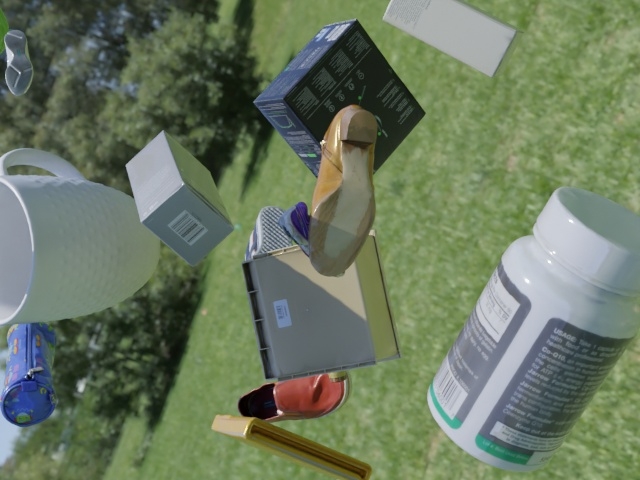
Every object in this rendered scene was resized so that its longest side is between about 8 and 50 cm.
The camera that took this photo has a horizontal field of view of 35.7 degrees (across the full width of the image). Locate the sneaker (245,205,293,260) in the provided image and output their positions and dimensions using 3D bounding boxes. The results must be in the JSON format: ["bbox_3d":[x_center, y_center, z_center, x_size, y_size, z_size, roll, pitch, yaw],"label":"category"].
[{"bbox_3d":[-0.126,0.064,2.495,0.321,0.126,0.127,-86,13,-47],"label":"sneaker"}]

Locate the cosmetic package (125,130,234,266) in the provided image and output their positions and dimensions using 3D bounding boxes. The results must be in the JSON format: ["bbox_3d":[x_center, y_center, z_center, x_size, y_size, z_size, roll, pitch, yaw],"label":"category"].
[{"bbox_3d":[-0.236,-0.074,1.641,0.107,0.127,0.238,-41,32,9],"label":"cosmetic package"}]

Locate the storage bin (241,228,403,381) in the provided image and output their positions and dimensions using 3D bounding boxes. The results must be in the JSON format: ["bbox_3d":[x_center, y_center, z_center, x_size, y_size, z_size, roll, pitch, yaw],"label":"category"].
[{"bbox_3d":[-0.001,0.134,1.981,0.123,0.260,0.262,-5,-98,-65],"label":"storage bin"}]

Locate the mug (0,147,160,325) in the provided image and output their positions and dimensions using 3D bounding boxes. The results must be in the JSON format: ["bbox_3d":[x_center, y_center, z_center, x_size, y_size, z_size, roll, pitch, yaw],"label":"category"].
[{"bbox_3d":[-0.510,-0.026,1.938,0.276,0.328,0.374,-45,64,33],"label":"mug"}]

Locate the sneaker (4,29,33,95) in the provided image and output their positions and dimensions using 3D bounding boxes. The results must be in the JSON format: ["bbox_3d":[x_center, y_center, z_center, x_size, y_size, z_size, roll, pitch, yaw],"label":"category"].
[{"bbox_3d":[-0.602,-0.347,1.993,0.061,0.054,0.152,103,158,-59],"label":"sneaker"}]

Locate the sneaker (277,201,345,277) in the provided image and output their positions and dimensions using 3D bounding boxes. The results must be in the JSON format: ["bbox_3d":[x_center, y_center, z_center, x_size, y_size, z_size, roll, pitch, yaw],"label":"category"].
[{"bbox_3d":[0.000,0.000,1.714,0.071,0.170,0.068,-44,36,-4],"label":"sneaker"}]

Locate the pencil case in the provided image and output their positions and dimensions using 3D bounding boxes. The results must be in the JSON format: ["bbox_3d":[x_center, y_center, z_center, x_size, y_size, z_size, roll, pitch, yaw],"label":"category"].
[{"bbox_3d":[-0.668,0.296,2.288,0.306,0.119,0.133,-117,38,-61],"label":"pencil case"}]

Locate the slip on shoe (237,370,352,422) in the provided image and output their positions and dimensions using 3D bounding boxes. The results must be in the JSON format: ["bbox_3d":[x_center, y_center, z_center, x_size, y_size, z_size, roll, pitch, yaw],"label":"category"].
[{"bbox_3d":[-0.064,0.380,2.405,0.331,0.101,0.123,-19,77,33],"label":"slip on shoe"}]

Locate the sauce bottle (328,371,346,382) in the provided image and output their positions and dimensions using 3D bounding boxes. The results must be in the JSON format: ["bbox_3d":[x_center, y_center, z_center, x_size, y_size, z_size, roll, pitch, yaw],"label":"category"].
[{"bbox_3d":[0.029,0.256,2.246,0.042,0.042,0.128,-127,26,-82],"label":"sauce bottle"}]

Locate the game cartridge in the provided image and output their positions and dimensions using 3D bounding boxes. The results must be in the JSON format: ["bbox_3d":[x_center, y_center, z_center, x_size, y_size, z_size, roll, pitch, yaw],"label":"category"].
[{"bbox_3d":[-0.071,0.445,2.144,0.052,0.285,0.324,-68,14,-13],"label":"game cartridge"}]

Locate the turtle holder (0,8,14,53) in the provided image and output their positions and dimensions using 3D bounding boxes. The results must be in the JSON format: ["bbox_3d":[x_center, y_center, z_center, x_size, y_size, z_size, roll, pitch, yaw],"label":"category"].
[{"bbox_3d":[-0.977,-0.548,2.563,0.243,0.320,0.227,95,-161,-47],"label":"turtle holder"}]

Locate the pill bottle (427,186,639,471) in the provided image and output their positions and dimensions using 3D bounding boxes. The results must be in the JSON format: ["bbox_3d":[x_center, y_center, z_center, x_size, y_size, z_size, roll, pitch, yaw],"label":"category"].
[{"bbox_3d":[0.309,0.122,1.358,0.204,0.204,0.361,-82,16,-63],"label":"pill bottle"}]

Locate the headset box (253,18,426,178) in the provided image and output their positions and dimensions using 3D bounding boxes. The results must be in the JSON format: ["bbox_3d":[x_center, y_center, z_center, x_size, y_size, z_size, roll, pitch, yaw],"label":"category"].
[{"bbox_3d":[0.050,-0.270,2.079,0.246,0.283,0.131,-50,26,-18],"label":"headset box"}]

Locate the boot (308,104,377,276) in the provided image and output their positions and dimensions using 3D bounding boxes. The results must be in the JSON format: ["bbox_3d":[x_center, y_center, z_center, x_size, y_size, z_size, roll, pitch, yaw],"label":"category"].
[{"bbox_3d":[0.036,-0.088,1.724,0.211,0.104,0.295,-156,79,-82],"label":"boot"}]

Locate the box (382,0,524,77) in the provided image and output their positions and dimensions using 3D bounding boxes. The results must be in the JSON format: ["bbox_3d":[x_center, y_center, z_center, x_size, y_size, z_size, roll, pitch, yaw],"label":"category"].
[{"bbox_3d":[0.280,-0.455,2.100,0.113,0.275,0.094,-63,-14,20],"label":"box"}]
